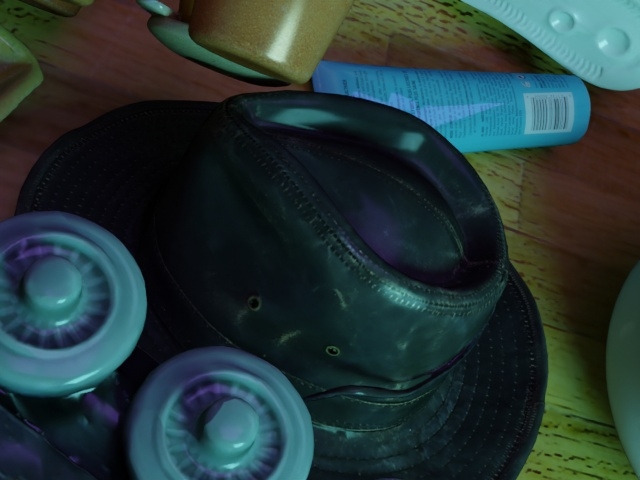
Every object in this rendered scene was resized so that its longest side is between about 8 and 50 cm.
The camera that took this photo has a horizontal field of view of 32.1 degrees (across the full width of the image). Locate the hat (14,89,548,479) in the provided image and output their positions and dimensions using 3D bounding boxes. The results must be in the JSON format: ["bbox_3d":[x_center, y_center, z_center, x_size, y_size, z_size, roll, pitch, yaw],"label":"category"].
[{"bbox_3d":[0.000,0.000,0.612,0.331,0.134,0.331,12,50,-14],"label":"hat"}]

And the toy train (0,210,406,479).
[{"bbox_3d":[-0.083,0.135,0.446,0.334,0.142,0.190,38,58,1],"label":"toy train"}]

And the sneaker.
[{"bbox_3d":[0.182,-0.281,0.873,0.323,0.130,0.236,39,50,-4],"label":"sneaker"}]

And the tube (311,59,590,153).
[{"bbox_3d":[0.094,-0.093,0.800,0.207,0.052,0.080,-3,69,-22],"label":"tube"}]

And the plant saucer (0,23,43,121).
[{"bbox_3d":[-0.340,-0.093,0.507,0.333,0.081,0.333,38,32,-11],"label":"plant saucer"}]

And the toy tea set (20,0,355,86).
[{"bbox_3d":[-0.099,-0.176,0.586,0.336,0.200,0.124,22,92,21],"label":"toy tea set"}]

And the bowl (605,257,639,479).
[{"bbox_3d":[0.307,0.107,0.782,0.298,0.134,0.297,8,69,-23],"label":"bowl"}]

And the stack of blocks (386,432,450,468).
[{"bbox_3d":[0.036,0.264,0.621,0.171,0.087,0.297,0,73,-27],"label":"stack of blocks"}]
